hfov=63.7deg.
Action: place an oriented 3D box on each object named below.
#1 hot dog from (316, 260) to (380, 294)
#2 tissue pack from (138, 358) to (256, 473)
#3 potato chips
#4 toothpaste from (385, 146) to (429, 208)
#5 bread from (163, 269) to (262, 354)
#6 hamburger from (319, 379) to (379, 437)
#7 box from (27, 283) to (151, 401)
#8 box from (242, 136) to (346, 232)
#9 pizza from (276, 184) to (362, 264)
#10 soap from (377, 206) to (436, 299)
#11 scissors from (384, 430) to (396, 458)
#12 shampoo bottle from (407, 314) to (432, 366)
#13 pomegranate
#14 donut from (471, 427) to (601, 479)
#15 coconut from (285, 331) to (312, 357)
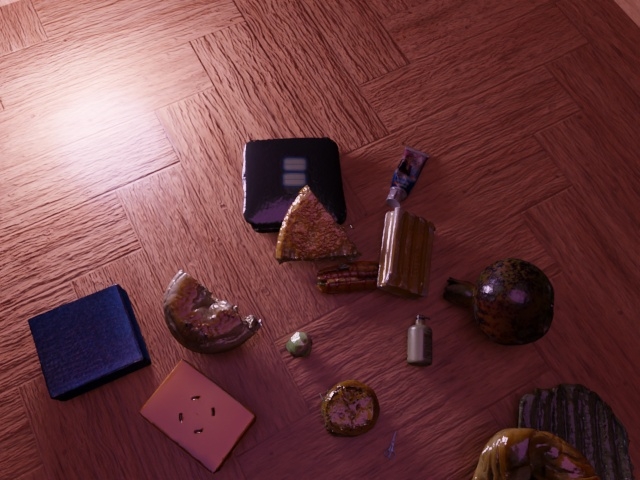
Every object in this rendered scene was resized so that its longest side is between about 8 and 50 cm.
[{"bbox_3d":[0.111,0.119,1.723,0.250,0.076,0.104,-5,68,-3],"label":"hot dog"},{"bbox_3d":[-0.349,0.510,1.511,0.275,0.145,0.194,35,73,10],"label":"tissue pack"},{"bbox_3d":[0.762,0.645,1.553,0.359,0.070,0.429,6,68,-1],"label":"potato chips"},{"bbox_3d":[0.313,-0.236,1.887,0.096,0.061,0.266,24,63,8],"label":"toothpaste"},{"bbox_3d":[-0.356,0.253,1.595,0.314,0.171,0.192,29,73,9],"label":"bread"},{"bbox_3d":[0.079,0.505,1.550,0.186,0.113,0.177,28,71,7],"label":"hamburger"},{"bbox_3d":[-0.703,0.311,1.584,0.279,0.116,0.261,-23,70,-11],"label":"box"},{"bbox_3d":[-0.096,-0.201,1.829,0.359,0.091,0.350,-4,70,-5],"label":"box"},{"bbox_3d":[0.000,0.000,1.716,0.288,0.075,0.279,29,93,1],"label":"pizza"},{"bbox_3d":[0.288,0.046,1.725,0.174,0.089,0.274,22,65,-25],"label":"soap"},{"bbox_3d":[0.219,0.621,1.569,0.036,0.006,0.083,21,69,3],"label":"scissors"},{"bbox_3d":[0.318,0.318,1.652,0.079,0.079,0.162,5,69,-1],"label":"shampoo bottle"},{"bbox_3d":[0.557,0.188,1.643,0.341,0.285,0.284,5,65,32],"label":"pomegranate"},{"bbox_3d":[0.592,0.694,1.433,0.361,0.170,0.360,-2,84,15],"label":"donut"},{"bbox_3d":[-0.064,0.330,1.627,0.083,0.082,0.081,-37,71,-13],"label":"coconut"}]
